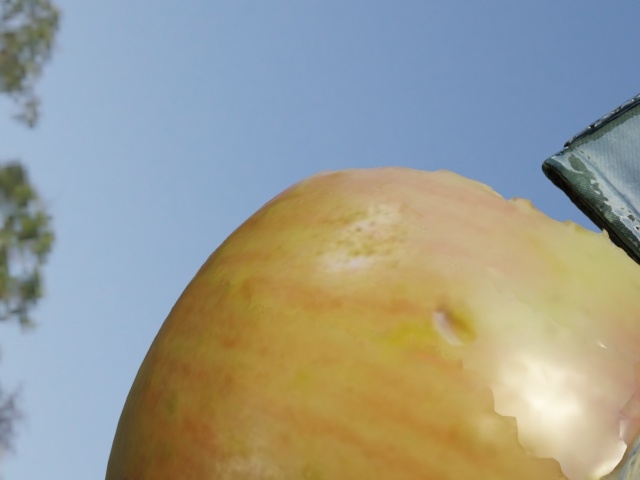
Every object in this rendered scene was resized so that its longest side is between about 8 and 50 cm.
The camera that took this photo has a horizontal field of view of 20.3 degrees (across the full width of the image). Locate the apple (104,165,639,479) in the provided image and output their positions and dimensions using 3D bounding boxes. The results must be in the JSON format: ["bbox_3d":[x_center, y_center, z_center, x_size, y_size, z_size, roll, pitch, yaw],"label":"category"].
[{"bbox_3d":[0.027,0.119,0.988,0.314,0.309,0.252,-66,159,-8],"label":"apple"}]

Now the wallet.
[{"bbox_3d":[0.422,-0.076,1.824,0.237,0.342,0.075,50,-23,19],"label":"wallet"}]
